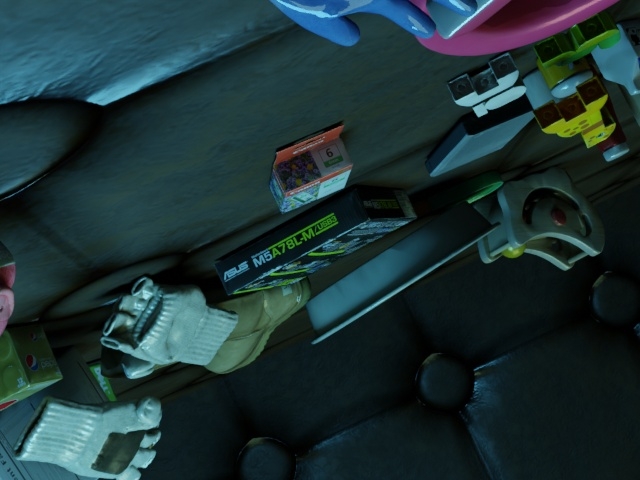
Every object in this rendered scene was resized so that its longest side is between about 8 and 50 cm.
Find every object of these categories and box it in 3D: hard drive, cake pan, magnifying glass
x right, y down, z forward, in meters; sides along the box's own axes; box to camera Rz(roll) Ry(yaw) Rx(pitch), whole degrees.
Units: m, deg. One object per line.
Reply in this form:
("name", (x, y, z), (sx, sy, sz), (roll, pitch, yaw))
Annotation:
("hard drive", (0.167, -0.110, 1.138), (0.094, 0.022, 0.135), (-23, 171, -15))
("cake pan", (0.099, 0.037, 1.461), (0.293, 0.054, 0.293), (-32, 177, -2))
("magnifying glass", (0.154, -0.048, 1.474), (0.231, 0.026, 0.092), (-18, 169, -38))

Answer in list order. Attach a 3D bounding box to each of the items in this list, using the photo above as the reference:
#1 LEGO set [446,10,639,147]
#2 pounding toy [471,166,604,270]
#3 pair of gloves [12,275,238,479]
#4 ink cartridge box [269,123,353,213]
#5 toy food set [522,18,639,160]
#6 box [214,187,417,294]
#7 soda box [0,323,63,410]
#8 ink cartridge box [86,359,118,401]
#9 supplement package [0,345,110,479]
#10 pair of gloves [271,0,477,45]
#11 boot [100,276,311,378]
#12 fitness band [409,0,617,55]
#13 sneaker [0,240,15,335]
("LEGO set", (0.231, -0.132, 0.914), (0.227, 0.087, 0.093), (-26, 159, 12))
("pounding toy", (0.336, -0.014, 1.764), (0.269, 0.154, 0.155), (-17, 168, -41))
("pair of gloves", (-0.191, 0.151, 1.174), (0.240, 0.042, 0.204), (-54, 151, -3))
("ink cartridge box", (-0.007, -0.058, 0.925), (0.062, 0.029, 0.115), (-24, 172, -9))
("toy food set", (0.285, -0.134, 1.044), (0.232, 0.105, 0.111), (-17, 169, -43))
("box", (0.000, 0.000, 1.258), (0.184, 0.045, 0.190), (-26, 173, 20))
("soda box", (-0.344, 0.146, 1.084), (0.181, 0.061, 0.058), (-28, 171, 18))
("ink cartridge box", (-0.339, 0.240, 1.562), (0.189, 0.097, 0.255), (-32, 168, 38))
("supplement package", (-0.336, 0.240, 1.228), (0.134, 0.139, 0.244), (-28, -173, 19))
("pair of gloves", (0.045, -0.141, 0.473), (0.159, 0.023, 0.198), (2, 156, -42))
("boot", (-0.165, 0.117, 1.371), (0.269, 0.089, 0.236), (-17, 155, -49))
("fitness band", (0.165, -0.183, 0.603), (0.209, 0.054, 0.291), (-21, 172, -42))
("sneaker", (-0.238, 0.030, 0.619), (0.136, 0.116, 0.314), (-33, -179, -17))
